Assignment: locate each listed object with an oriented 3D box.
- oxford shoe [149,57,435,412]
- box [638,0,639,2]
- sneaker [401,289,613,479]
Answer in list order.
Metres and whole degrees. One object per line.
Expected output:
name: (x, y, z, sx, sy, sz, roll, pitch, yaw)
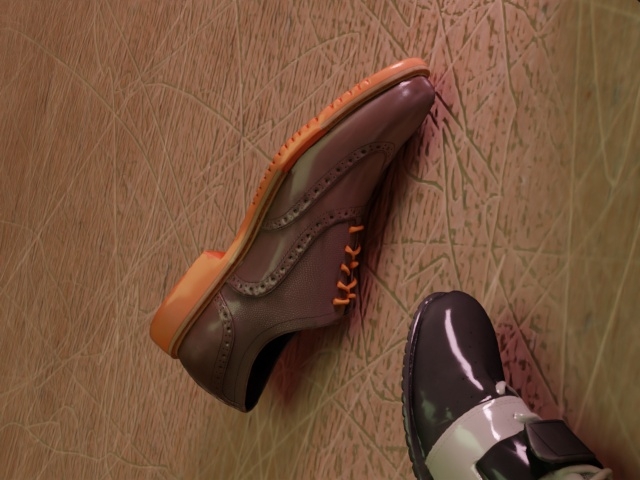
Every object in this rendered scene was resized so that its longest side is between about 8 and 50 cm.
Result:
oxford shoe: (0.000, 0.000, 0.911, 0.133, 0.130, 0.364, 44, 111, 15)
box: (0.273, -0.316, 0.520, 0.318, 0.097, 0.395, -47, 20, 37)
sneaker: (0.144, 0.171, 0.641, 0.146, 0.122, 0.331, -24, 56, 27)
